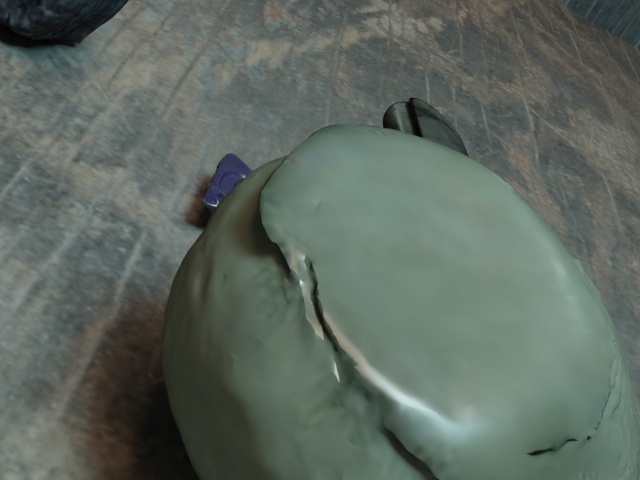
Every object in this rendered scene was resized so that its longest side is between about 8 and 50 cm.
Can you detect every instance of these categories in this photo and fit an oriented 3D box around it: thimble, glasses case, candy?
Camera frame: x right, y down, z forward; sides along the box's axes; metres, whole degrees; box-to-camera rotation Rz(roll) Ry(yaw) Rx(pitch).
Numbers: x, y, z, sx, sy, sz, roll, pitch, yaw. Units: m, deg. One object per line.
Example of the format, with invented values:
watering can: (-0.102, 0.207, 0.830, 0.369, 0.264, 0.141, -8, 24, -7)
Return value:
thimble: (-0.222, -0.240, 0.940, 0.150, 0.150, 0.098, 38, 21, 13)
glasses case: (0.115, -0.022, 1.008, 0.114, 0.060, 0.299, 44, 19, -26)
candy: (0.044, 0.075, 0.623, 0.295, 0.185, 0.295, 20, 44, -20)

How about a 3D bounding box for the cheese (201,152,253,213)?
cheese: (0.000, 0.000, 0.869, 0.191, 0.042, 0.105, 28, 25, -8)
